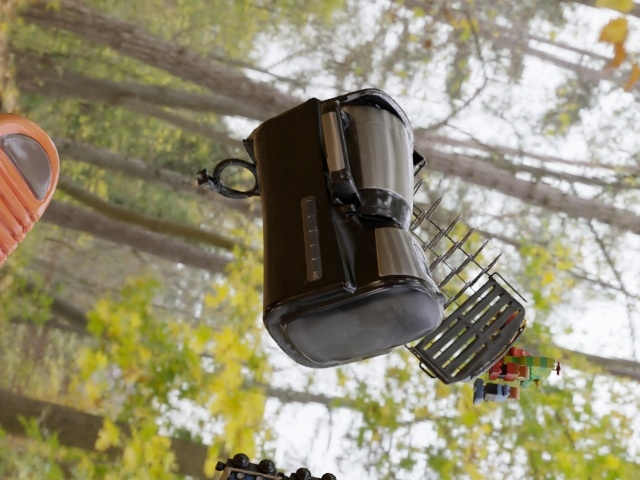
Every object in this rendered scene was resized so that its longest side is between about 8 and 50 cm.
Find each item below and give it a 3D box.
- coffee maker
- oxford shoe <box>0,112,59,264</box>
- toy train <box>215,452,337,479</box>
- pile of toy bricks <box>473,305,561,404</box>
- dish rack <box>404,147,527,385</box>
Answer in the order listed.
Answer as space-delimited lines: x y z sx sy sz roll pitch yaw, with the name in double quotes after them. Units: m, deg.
0.000 0.000 0.759 0.171 0.120 0.178 -31 -134 33 "coffee maker"
-0.337 0.010 0.622 0.133 0.363 0.130 49 -15 38 "oxford shoe"
-0.010 0.207 0.834 0.027 0.158 0.036 115 -14 -49 "toy train"
0.273 0.171 1.389 0.212 0.105 0.118 90 5 -64 "pile of toy bricks"
0.120 0.030 1.181 0.208 0.271 0.074 -36 165 -40 "dish rack"
